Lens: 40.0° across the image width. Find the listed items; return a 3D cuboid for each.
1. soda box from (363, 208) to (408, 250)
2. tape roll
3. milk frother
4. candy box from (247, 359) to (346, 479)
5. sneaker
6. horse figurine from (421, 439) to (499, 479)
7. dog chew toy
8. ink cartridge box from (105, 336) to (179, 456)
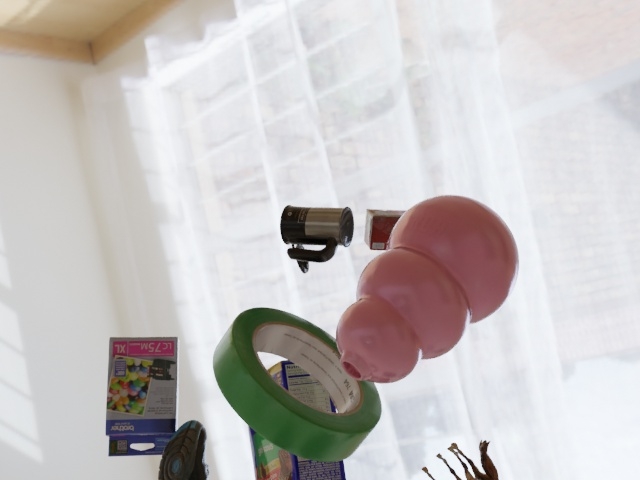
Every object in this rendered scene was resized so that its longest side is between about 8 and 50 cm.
[{"bbox_3d":[0.238,-0.022,2.060,0.263,0.084,0.092,2,-167,-7],"label":"soda box"},{"bbox_3d":[-0.040,0.256,1.604,0.321,0.321,0.077,-1,130,-57],"label":"tape roll"},{"bbox_3d":[0.000,0.000,1.820,0.134,0.129,0.143,3,164,23],"label":"milk frother"},{"bbox_3d":[-0.059,0.432,1.894,0.122,0.317,0.268,0,160,-23],"label":"candy box"},{"bbox_3d":[-0.320,0.616,2.164,0.139,0.341,0.125,21,159,-36],"label":"sneaker"},{"bbox_3d":[0.320,0.521,1.895,0.066,0.174,0.263,-35,164,-31],"label":"horse figurine"},{"bbox_3d":[0.148,0.080,1.310,0.332,0.207,0.206,-43,-173,-28],"label":"dog chew toy"},{"bbox_3d":[-0.471,0.411,2.335,0.185,0.311,0.065,0,165,-6],"label":"ink cartridge box"}]
